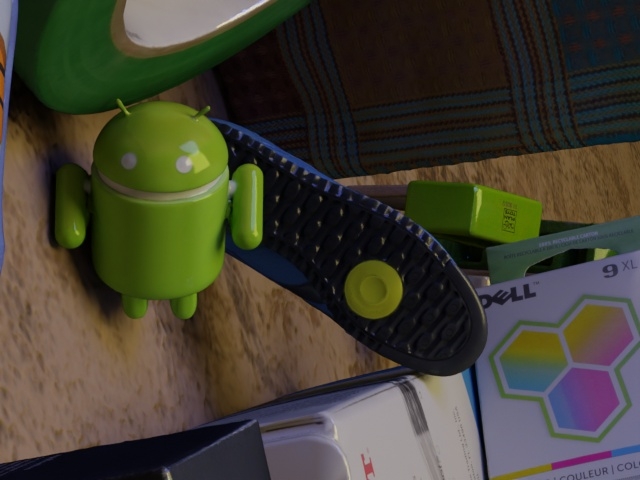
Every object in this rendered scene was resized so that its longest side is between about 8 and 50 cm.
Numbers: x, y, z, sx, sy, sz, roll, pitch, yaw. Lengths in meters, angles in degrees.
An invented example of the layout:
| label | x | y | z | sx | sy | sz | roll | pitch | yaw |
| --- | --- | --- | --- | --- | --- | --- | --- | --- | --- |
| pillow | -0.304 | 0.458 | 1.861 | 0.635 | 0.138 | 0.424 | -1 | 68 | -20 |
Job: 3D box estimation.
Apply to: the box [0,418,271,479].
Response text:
| label | x | y | z | sx | sy | sz | roll | pitch | yaw |
| --- | --- | --- | --- | --- | --- | --- | --- | --- | --- |
| box | -0.090 | 0.159 | 0.692 | 0.093 | 0.158 | 0.156 | -19 | 96 | -71 |

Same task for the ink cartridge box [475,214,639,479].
| label | x | y | z | sx | sy | sz | roll | pitch | yaw |
| --- | --- | --- | --- | --- | --- | --- | --- | --- | --- |
| ink cartridge box | 0.149 | 0.071 | 1.107 | 0.062 | 0.109 | 0.209 | 51 | 30 | -55 |

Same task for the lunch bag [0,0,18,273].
| label | x | y | z | sx | sy | sz | roll | pitch | yaw |
| --- | --- | --- | --- | --- | --- | --- | --- | --- | --- |
| lunch bag | -0.182 | -0.034 | 0.448 | 0.243 | 0.115 | 0.303 | 42 | 42 | -55 |

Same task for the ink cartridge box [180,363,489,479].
| label | x | y | z | sx | sy | sz | roll | pitch | yaw |
| --- | --- | --- | --- | --- | --- | --- | --- | --- | --- |
| ink cartridge box | 0.019 | 0.191 | 1.020 | 0.307 | 0.129 | 0.223 | -7 | 85 | -71 |

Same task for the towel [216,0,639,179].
| label | x | y | z | sx | sy | sz | roll | pitch | yaw |
| --- | --- | --- | --- | --- | --- | --- | --- | --- | --- |
| towel | 0.068 | -0.170 | 1.043 | 0.040 | 0.370 | 0.271 | -33 | 110 | -49 |

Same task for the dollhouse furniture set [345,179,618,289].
| label | x | y | z | sx | sy | sz | roll | pitch | yaw |
| --- | --- | --- | --- | --- | --- | --- | --- | --- | --- |
| dollhouse furniture set | 0.086 | 0.119 | 1.355 | 0.197 | 0.151 | 0.301 | 13 | 83 | -47 |

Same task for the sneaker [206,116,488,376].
| label | x | y | z | sx | sy | sz | roll | pitch | yaw |
| --- | --- | --- | --- | --- | --- | --- | --- | --- | --- |
| sneaker | 0.000 | 0.000 | 1.036 | 0.069 | 0.209 | 0.082 | -58 | 178 | 0 |

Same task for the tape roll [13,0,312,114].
| label | x | y | z | sx | sy | sz | roll | pitch | yaw |
| --- | --- | --- | --- | --- | --- | --- | --- | --- | --- |
| tape roll | -0.022 | -0.188 | 0.861 | 0.077 | 0.321 | 0.321 | 50 | 18 | 8 |

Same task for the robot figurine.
| label | x | y | z | sx | sy | sz | roll | pitch | yaw |
| --- | --- | --- | --- | --- | --- | --- | --- | --- | --- |
| robot figurine | -0.079 | -0.018 | 0.940 | 0.067 | 0.101 | 0.115 | -96 | -171 | -57 |
